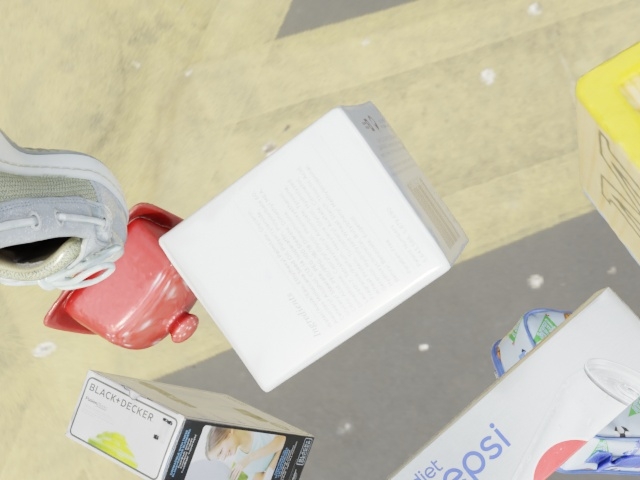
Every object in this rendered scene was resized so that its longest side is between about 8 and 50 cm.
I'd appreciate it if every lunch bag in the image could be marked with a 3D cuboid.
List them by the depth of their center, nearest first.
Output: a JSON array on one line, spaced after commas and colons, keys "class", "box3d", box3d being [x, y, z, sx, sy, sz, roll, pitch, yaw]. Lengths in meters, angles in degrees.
[{"class": "lunch bag", "box3d": [0.389, 0.223, 1.616, 0.303, 0.115, 0.243, 7, 47, -34]}]

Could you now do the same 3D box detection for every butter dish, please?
[{"class": "butter dish", "box3d": [-0.174, 0.058, 1.163, 0.118, 0.160, 0.160, 39, 91, 16]}]

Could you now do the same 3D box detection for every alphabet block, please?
[{"class": "alphabet block", "box3d": [0.352, -0.073, 1.008, 0.192, 0.197, 0.193, -33, 63, 0]}]

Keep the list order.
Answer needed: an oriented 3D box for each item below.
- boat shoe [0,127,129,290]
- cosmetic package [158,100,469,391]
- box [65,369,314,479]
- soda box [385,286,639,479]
[{"class": "boat shoe", "box3d": [-0.213, -0.007, 0.760, 0.118, 0.320, 0.103, -12, 80, 7]}, {"class": "cosmetic package", "box3d": [0.000, 0.000, 0.933, 0.183, 0.151, 0.151, -35, 89, 14]}, {"class": "box", "box3d": [-0.158, 0.246, 1.442, 0.290, 0.169, 0.087, 24, 86, -57]}, {"class": "soda box", "box3d": [0.197, 0.174, 1.092, 0.286, 0.091, 0.098, -41, 81, 0]}]
